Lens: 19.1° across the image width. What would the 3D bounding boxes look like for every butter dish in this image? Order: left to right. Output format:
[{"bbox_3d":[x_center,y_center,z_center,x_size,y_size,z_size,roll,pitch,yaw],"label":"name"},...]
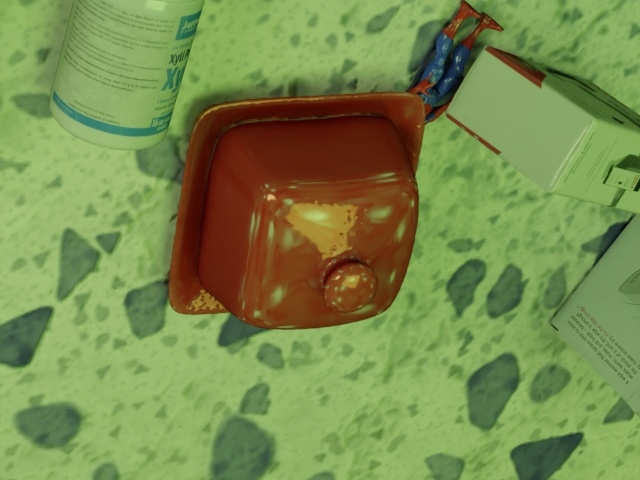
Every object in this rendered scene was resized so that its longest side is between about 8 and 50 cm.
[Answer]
[{"bbox_3d":[0.000,0.000,1.169,0.160,0.118,0.160,-4,124,-23],"label":"butter dish"}]

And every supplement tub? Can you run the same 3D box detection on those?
[{"bbox_3d":[-0.107,-0.111,1.054,0.071,0.071,0.107,-1,124,-33],"label":"supplement tub"}]

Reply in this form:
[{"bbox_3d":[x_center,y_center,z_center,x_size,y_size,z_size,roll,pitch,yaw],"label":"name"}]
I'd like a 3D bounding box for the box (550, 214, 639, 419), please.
[{"bbox_3d":[0.332,0.061,1.346,0.127,0.262,0.231,25,106,-43],"label":"box"}]

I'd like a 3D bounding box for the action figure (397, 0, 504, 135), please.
[{"bbox_3d":[0.071,-0.097,1.216,0.038,0.030,0.115,20,112,-47],"label":"action figure"}]

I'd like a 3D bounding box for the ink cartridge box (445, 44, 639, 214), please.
[{"bbox_3d":[0.161,-0.070,1.228,0.135,0.099,0.056,9,115,-53],"label":"ink cartridge box"}]
